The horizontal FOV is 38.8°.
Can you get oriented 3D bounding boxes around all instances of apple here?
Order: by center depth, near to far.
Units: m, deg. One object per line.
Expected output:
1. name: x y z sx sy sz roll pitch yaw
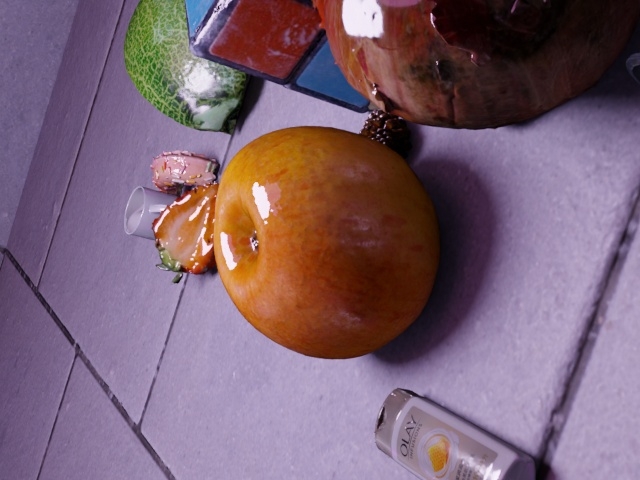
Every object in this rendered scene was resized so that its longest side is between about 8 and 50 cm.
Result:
1. apple: 0.000 0.000 1.172 0.299 0.275 0.299 -17 68 51

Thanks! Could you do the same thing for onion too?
1. onion: 0.159 -0.269 0.969 0.353 0.353 0.354 -30 53 49

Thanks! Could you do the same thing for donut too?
1. donut: -0.287 -0.134 1.825 0.166 0.117 0.065 -21 56 54

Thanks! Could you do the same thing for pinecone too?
1. pinecone: 0.091 -0.149 1.277 0.077 0.077 0.083 -36 38 46

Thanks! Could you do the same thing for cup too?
1. cup: -0.306 -0.039 1.795 0.136 0.133 0.099 41 111 56

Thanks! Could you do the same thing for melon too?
1. melon: -0.227 -0.380 1.783 0.331 0.226 0.344 -24 43 8

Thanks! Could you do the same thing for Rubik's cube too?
1. Rubik's cube: 0.001 -0.423 1.305 0.318 0.316 0.313 -48 41 39

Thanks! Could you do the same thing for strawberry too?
1. strawberry: -0.240 -0.016 1.706 0.085 0.140 0.192 -36 -54 -81

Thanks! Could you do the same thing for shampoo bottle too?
1. shampoo bottle: 0.146 0.242 1.035 0.227 0.055 0.086 22 95 58

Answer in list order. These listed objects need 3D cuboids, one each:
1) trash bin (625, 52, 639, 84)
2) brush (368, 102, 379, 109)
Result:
1. trash bin: 0.376 -0.173 0.767 0.161 0.175 0.175 -58 34 5
2. brush: 0.141 -0.198 1.264 0.190 0.027 0.034 3 71 50
